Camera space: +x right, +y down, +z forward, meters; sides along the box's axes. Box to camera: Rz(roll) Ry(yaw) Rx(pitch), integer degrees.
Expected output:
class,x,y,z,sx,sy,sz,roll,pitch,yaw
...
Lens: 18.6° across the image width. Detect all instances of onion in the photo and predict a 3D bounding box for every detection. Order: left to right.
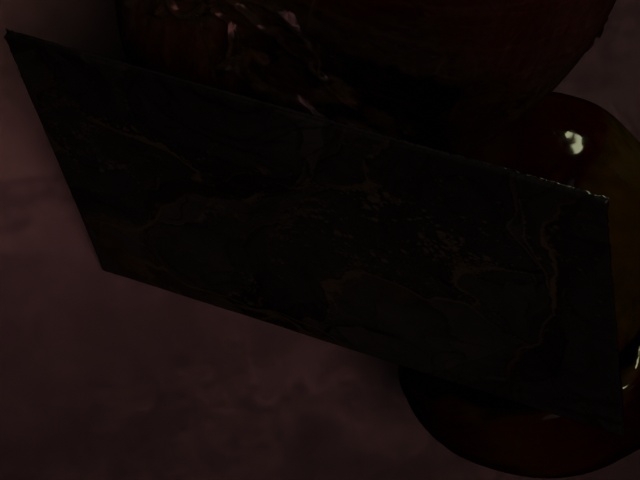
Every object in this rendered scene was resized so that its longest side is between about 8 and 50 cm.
class,x,y,z,sx,sy,sz,roll,pitch,yaw
onion,0.013,-0.200,1.131,0.354,0.353,0.353,-3,104,-14

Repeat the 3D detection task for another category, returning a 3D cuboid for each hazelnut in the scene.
class,x,y,z,sx,sy,sz,roll,pitch,yaw
hazelnut,0.141,0.026,1.282,0.217,0.217,0.251,-14,105,-11

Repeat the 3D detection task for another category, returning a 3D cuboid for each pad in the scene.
class,x,y,z,sx,sy,sz,roll,pitch,yaw
pad,0.000,0.000,1.136,0.007,0.367,0.247,-61,156,-28
